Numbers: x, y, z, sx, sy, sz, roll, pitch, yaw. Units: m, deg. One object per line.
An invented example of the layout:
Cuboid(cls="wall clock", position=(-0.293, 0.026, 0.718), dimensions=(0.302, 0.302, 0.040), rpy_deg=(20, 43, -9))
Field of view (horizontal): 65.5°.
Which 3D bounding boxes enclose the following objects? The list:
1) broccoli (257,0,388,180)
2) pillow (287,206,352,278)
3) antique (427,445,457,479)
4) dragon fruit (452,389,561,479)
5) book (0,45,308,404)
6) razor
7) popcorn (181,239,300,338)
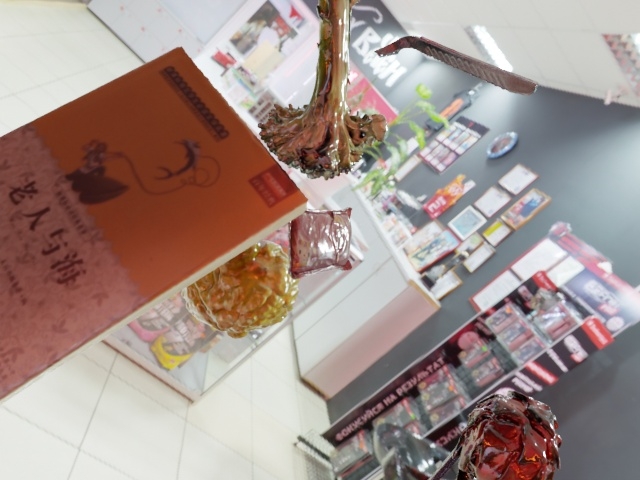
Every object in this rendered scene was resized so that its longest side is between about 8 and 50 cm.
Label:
Cuboid(cls="broccoli", position=(0.006, -0.167, 0.528), dimensions=(0.123, 0.204, 0.118), rpy_deg=(24, 29, 26))
Cuboid(cls="pillow", position=(0.000, 0.000, 0.818), dimensions=(0.185, 0.043, 0.118), rpy_deg=(-1, 87, -53))
Cuboid(cls="antique", position=(0.280, 0.438, 1.026), dimensions=(0.015, 0.192, 0.031), rpy_deg=(39, 11, 15))
Cuboid(cls="dragon fruit", position=(0.342, 0.369, 0.900), dimensions=(0.182, 0.182, 0.188), rpy_deg=(39, 54, -39))
Cuboid(cls="book", position=(-0.243, -0.029, 0.509), dimensions=(0.269, 0.389, 0.032), rpy_deg=(50, -16, 18))
Cuboid(cls="razor", position=(0.161, -0.210, 0.586), dimensions=(0.190, 0.033, 0.066), rpy_deg=(26, 33, 21))
Cuboid(cls="popcorn", position=(-0.176, 0.077, 1.042), dimensions=(0.206, 0.237, 0.251), rpy_deg=(-20, 73, -48))
